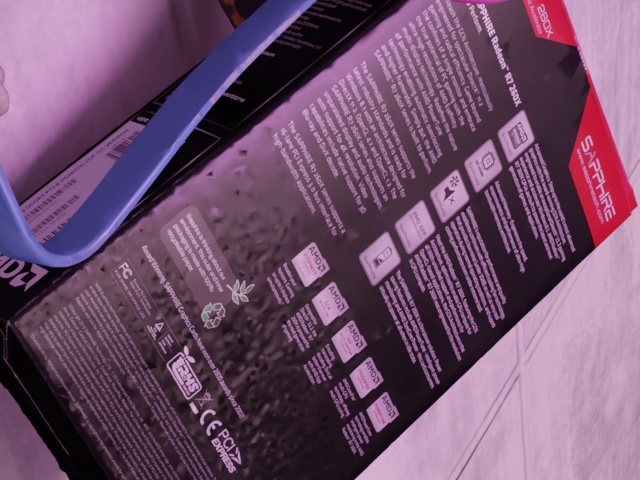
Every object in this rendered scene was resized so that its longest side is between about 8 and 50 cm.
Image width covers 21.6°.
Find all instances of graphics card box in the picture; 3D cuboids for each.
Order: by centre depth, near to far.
[{"bbox_3d":[0.000,0.000,0.922,0.371,0.094,0.232,-43,128,-21],"label":"graphics card box"}]

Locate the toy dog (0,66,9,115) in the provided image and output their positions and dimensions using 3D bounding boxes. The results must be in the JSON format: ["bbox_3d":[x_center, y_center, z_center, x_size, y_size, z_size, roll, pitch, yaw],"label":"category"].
[{"bbox_3d":[-0.258,0.012,0.484,0.334,0.220,0.161,9,75,-55],"label":"toy dog"}]

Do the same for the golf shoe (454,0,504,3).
[{"bbox_3d":[0.074,-0.263,0.858,0.140,0.115,0.306,106,-14,-57],"label":"golf shoe"}]

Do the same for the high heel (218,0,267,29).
[{"bbox_3d":[-0.047,-0.072,0.990,0.186,0.093,0.261,16,103,-34],"label":"high heel"}]

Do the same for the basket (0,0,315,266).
[{"bbox_3d":[-0.098,-0.166,0.665,0.255,0.201,0.289,-55,140,-35],"label":"basket"}]
